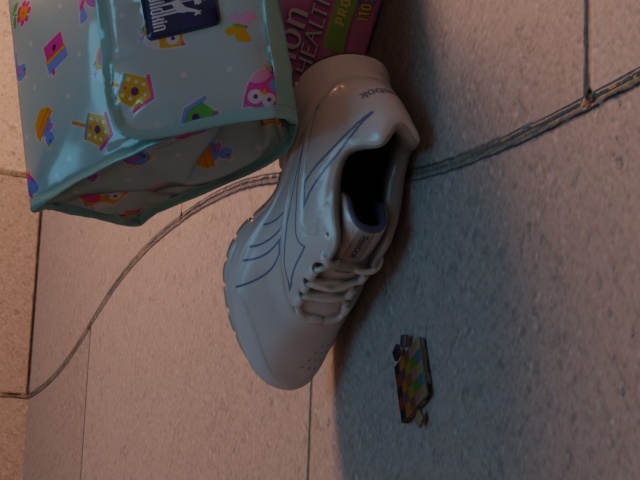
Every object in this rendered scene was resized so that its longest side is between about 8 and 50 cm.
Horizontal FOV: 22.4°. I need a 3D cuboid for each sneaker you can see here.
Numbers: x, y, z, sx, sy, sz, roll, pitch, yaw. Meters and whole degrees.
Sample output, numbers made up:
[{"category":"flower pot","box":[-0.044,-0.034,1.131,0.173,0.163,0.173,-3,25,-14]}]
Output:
[{"category":"sneaker","box":[0.000,0.000,1.320,0.129,0.111,0.297,-126,44,-55]}]

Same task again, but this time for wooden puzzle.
[{"category":"wooden puzzle","box":[0.070,0.106,1.226,0.049,0.006,0.083,122,148,-51]}]

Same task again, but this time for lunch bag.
[{"category":"lunch bag","box":[-0.130,-0.154,1.324,0.262,0.160,0.223,-24,67,42]}]

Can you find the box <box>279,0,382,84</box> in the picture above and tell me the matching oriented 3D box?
[{"category":"box","box":[-0.040,-0.231,1.481,0.243,0.117,0.213,-113,35,-56]}]
